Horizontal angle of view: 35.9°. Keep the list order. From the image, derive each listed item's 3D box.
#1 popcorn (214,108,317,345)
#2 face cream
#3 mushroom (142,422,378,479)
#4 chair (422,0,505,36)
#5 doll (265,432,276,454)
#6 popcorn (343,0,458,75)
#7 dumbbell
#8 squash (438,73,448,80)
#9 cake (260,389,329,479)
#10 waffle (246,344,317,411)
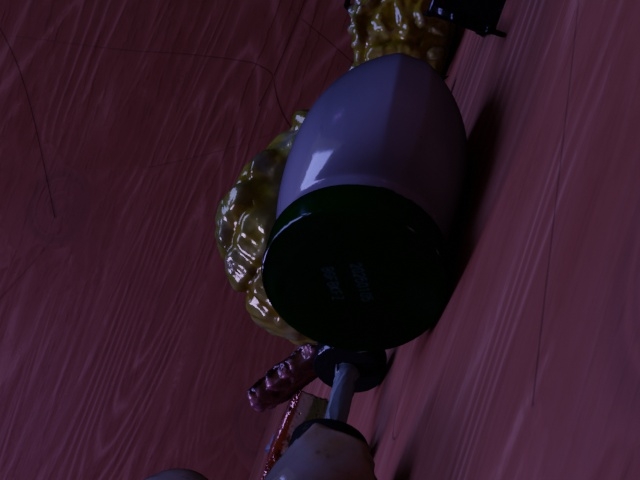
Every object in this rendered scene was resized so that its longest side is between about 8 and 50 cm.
[{"bbox_3d":[-0.012,-0.005,1.542,0.292,0.294,0.334,113,179,-73],"label":"popcorn"},{"bbox_3d":[0.060,-0.057,1.218,0.357,0.220,0.312,-75,5,-51],"label":"face cream"},{"bbox_3d":[-0.049,0.326,0.967,0.290,0.292,0.292,-33,-10,-17],"label":"mushroom"},{"bbox_3d":[0.219,-0.355,1.420,0.229,0.106,0.113,-94,22,-80],"label":"chair"},{"bbox_3d":[-0.057,0.402,1.936,0.180,0.079,0.094,140,128,-58],"label":"doll"},{"bbox_3d":[0.144,-0.385,1.893,0.249,0.225,0.249,-166,90,-88],"label":"popcorn"},{"bbox_3d":[0.024,0.213,1.281,0.191,0.100,0.100,-72,3,-47],"label":"dumbbell"},{"bbox_3d":[0.138,-0.140,1.723,0.087,0.087,0.331,-82,13,-77],"label":"squash"},{"bbox_3d":[-0.034,0.335,1.736,0.116,0.086,0.220,-83,12,-68],"label":"cake"},{"bbox_3d":[-0.030,0.219,1.692,0.221,0.055,0.234,-39,-14,1],"label":"waffle"}]
